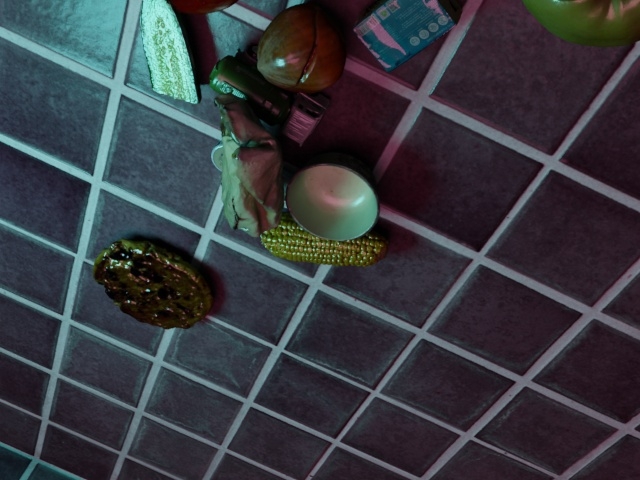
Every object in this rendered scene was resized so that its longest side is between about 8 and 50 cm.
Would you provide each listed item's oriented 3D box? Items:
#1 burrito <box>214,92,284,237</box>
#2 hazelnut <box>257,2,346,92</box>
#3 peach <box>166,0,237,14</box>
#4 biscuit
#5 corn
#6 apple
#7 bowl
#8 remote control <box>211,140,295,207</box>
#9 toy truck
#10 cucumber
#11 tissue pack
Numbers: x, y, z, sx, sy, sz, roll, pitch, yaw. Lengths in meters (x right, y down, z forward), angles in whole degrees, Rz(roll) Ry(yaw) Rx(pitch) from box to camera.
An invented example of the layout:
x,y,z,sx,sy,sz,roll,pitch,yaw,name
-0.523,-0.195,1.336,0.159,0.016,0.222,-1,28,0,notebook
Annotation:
x,y,z,sx,sy,sz,roll,pitch,yaw,name
-0.142,-0.157,1.576,0.135,0.190,0.332,-7,153,-8,burrito
-0.037,-0.370,1.472,0.182,0.182,0.182,9,131,11,hazelnut
-0.217,-0.519,1.390,0.226,0.196,0.190,-36,78,35,peach
-0.452,0.117,2.084,0.334,0.081,0.289,33,131,-15,biscuit
0.000,0.000,1.805,0.322,0.119,0.119,9,131,10,corn
0.446,-0.444,1.185,0.292,0.254,0.292,7,133,7,apple
0.036,-0.112,1.697,0.211,0.112,0.211,8,132,9,bowl
-0.138,-0.155,1.767,0.244,0.047,0.087,30,135,-9,remote control
-0.107,-0.301,1.579,0.242,0.125,0.101,30,131,-9,toy truck
-0.308,-0.411,1.592,0.115,0.063,0.244,12,132,17,cucumber
0.161,-0.412,1.421,0.169,0.082,0.120,-30,116,35,tissue pack
